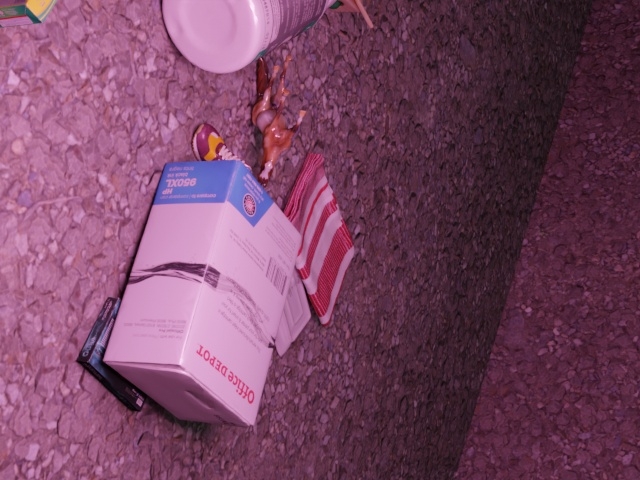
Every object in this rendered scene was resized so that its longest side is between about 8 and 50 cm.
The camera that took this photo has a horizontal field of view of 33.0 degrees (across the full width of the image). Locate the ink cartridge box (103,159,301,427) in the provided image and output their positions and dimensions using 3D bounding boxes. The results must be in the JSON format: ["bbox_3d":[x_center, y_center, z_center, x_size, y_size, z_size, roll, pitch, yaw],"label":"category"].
[{"bbox_3d":[-0.197,0.097,1.917,0.285,0.166,0.395,53,44,-52],"label":"ink cartridge box"}]

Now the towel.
[{"bbox_3d":[0.000,0.000,2.397,0.329,0.037,0.237,69,31,-42],"label":"towel"}]

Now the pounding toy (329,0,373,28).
[{"bbox_3d":[0.057,-0.551,2.350,0.130,0.100,0.141,23,76,-60],"label":"pounding toy"}]

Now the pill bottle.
[{"bbox_3d":[-0.107,-0.452,1.961,0.361,0.204,0.204,-43,132,-50],"label":"pill bottle"}]

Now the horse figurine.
[{"bbox_3d":[-0.091,-0.247,2.089,0.263,0.066,0.174,-106,-149,-42],"label":"horse figurine"}]

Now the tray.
[{"bbox_3d":[-0.074,0.107,2.324,0.145,0.030,0.270,-53,139,-45],"label":"tray"}]

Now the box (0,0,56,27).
[{"bbox_3d":[-0.401,-0.383,1.536,0.043,0.105,0.179,50,53,-45],"label":"box"}]

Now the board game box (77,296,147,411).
[{"bbox_3d":[-0.337,0.197,1.859,0.186,0.026,0.126,59,44,-49],"label":"board game box"}]

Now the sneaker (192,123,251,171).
[{"bbox_3d":[-0.173,-0.146,2.029,0.069,0.084,0.185,-63,146,-33],"label":"sneaker"}]
